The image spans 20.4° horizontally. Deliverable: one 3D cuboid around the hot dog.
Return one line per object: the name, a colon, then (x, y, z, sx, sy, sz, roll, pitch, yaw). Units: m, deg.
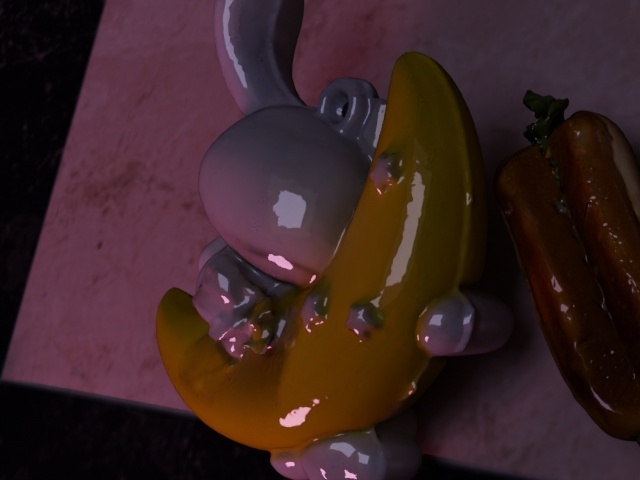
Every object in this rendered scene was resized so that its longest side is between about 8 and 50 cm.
hot dog: (0.132, 0.013, 0.829, 0.072, 0.055, 0.188, -33, 52, 26)

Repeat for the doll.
doll: (0.000, 0.000, 0.926, 0.252, 0.111, 0.237, 37, 116, 45)
